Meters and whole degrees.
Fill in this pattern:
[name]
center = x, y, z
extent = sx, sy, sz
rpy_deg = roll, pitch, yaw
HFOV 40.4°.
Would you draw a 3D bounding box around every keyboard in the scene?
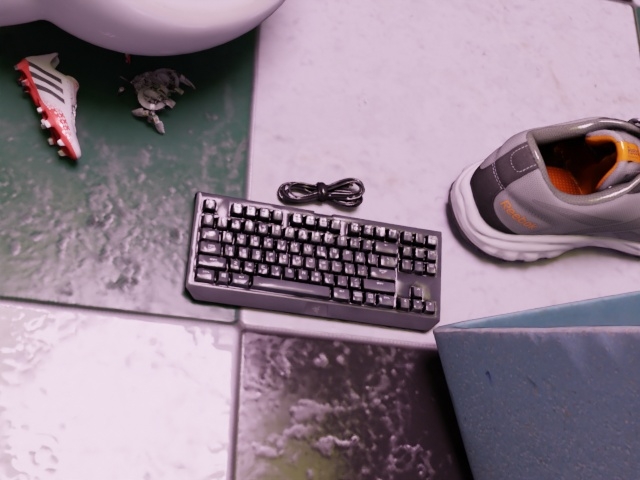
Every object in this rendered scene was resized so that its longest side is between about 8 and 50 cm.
[keyboard]
center = 0.000, 0.000, 0.609
extent = 0.180, 0.023, 0.108
rpy_deg = 9, 65, -15

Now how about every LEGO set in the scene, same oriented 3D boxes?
[LEGO set]
center = -0.121, -0.118, 0.621
extent = 0.054, 0.023, 0.083
rpy_deg = -26, 77, -26

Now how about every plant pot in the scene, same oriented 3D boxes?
[plant pot]
center = 0.244, 0.154, 0.504
extent = 0.247, 0.248, 0.252
rpy_deg = -8, 88, -20

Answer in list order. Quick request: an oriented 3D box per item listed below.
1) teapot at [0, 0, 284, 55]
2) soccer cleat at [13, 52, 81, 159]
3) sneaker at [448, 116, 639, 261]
[teapot]
center = -0.131, -0.245, 0.591
extent = 0.256, 0.187, 0.253
rpy_deg = 0, 95, -37
[soccer cleat]
center = -0.177, -0.093, 0.590
extent = 0.035, 0.029, 0.083
rpy_deg = -26, 72, -21
[sneaker]
center = 0.236, -0.045, 0.656
extent = 0.271, 0.108, 0.100
rpy_deg = -8, 68, -22
